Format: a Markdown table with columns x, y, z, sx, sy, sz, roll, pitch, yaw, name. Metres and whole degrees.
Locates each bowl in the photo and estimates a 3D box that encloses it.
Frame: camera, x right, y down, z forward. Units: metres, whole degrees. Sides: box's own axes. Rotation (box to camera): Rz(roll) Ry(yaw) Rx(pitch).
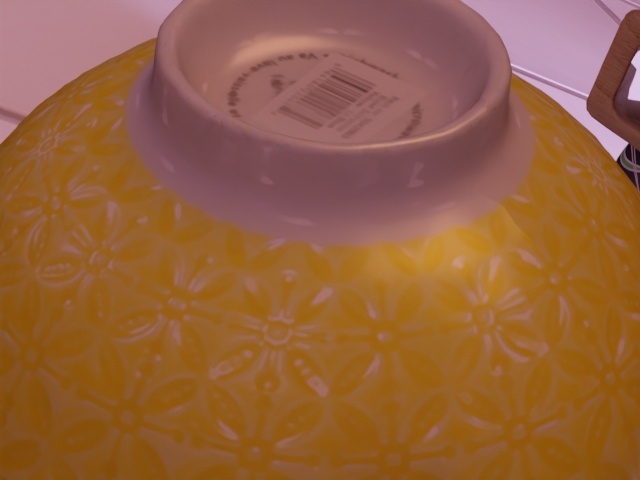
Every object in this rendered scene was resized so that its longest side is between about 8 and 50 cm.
| x | y | z | sx | sy | sz | roll | pitch | yaw | name |
| --- | --- | --- | --- | --- | --- | --- | --- | --- | --- |
| 0.000 | 0.000 | 0.652 | 0.289 | 0.156 | 0.289 | 4 | 37 | -3 | bowl |

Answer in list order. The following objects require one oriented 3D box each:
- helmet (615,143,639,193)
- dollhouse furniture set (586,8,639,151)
| x | y | z | sx | sy | sz | roll | pitch | yaw | name |
| --- | --- | --- | --- | --- | --- | --- | --- | --- | --- |
| 0.253 | -0.012 | 1.185 | 0.161 | 0.169 | 0.169 | 40 | 16 | -19 | helmet |
| 0.237 | -0.034 | 0.909 | 0.201 | 0.374 | 0.152 | 5 | 26 | -45 | dollhouse furniture set |
